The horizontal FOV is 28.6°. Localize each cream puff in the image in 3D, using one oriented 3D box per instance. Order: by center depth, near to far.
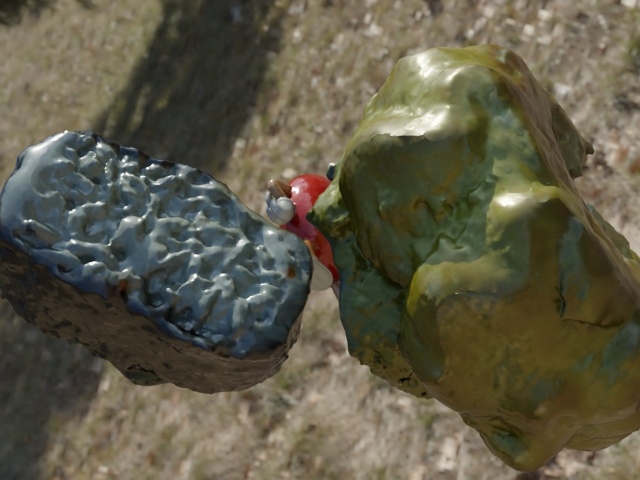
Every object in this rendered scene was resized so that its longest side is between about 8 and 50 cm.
[{"bbox_3d":[0.102,0.020,0.782,0.185,0.282,0.282,-34,30,17],"label":"cream puff"}]

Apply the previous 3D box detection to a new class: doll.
[{"bbox_3d":[0.000,0.000,1.353,0.085,0.183,0.217,-31,37,18],"label":"doll"}]

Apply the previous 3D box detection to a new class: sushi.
[{"bbox_3d":[-0.118,0.021,0.866,0.127,0.225,0.124,115,179,-60],"label":"sushi"}]
